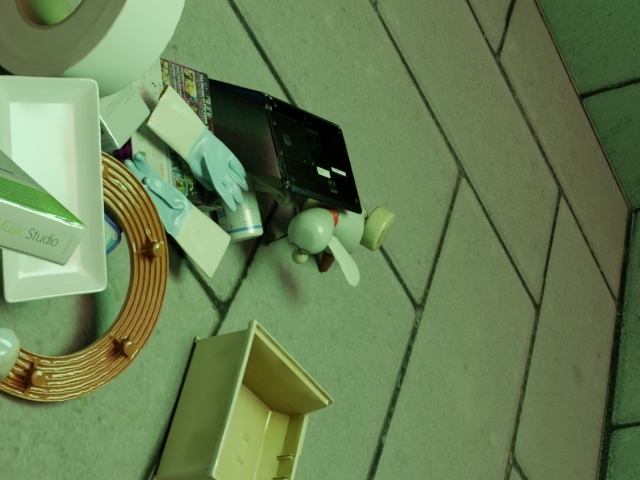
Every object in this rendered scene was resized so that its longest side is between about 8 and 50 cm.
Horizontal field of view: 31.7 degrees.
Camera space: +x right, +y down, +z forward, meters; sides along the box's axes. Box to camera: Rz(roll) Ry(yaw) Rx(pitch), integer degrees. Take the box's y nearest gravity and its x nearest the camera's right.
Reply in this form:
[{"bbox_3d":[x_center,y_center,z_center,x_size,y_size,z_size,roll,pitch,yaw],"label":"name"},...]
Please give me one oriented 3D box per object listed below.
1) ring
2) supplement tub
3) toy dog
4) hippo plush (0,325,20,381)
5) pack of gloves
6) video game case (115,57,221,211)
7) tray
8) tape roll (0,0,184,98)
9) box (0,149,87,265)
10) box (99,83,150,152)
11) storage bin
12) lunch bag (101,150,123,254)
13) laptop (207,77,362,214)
[{"bbox_3d":[-0.327,0.040,1.439,0.337,0.032,0.336,-2,93,-45],"label":"ring"},{"bbox_3d":[-0.138,-0.054,1.856,0.071,0.071,0.107,-7,84,-59],"label":"supplement tub"},{"bbox_3d":[0.000,0.000,1.988,0.334,0.220,0.161,2,115,-54],"label":"toy dog"},{"bbox_3d":[-0.482,0.071,1.167,0.294,0.234,0.236,-16,71,-19],"label":"hippo plush"},{"bbox_3d":[-0.211,-0.086,1.711,0.232,0.046,0.195,47,54,-35],"label":"pack of gloves"},{"bbox_3d":[-0.241,-0.169,1.758,0.210,0.042,0.232,8,72,-57],"label":"video game case"},{"bbox_3d":[-0.335,-0.065,1.384,0.145,0.030,0.270,-6,96,-43],"label":"tray"},{"bbox_3d":[-0.312,-0.333,1.470,0.100,0.286,0.286,17,64,-55],"label":"tape roll"},{"bbox_3d":[-0.425,-0.094,1.202,0.232,0.322,0.058,23,99,-53],"label":"box"},{"bbox_3d":[-0.317,-0.177,1.578,0.087,0.101,0.102,60,36,-27],"label":"box"},{"bbox_3d":[-0.105,0.309,1.717,0.260,0.123,0.262,49,40,-38],"label":"storage bin"},{"bbox_3d":[-0.330,-0.045,1.522,0.129,0.096,0.151,51,52,-33],"label":"lunch bag"},{"bbox_3d":[-0.069,-0.162,1.908,0.234,0.137,0.264,14,57,-55],"label":"laptop"}]
